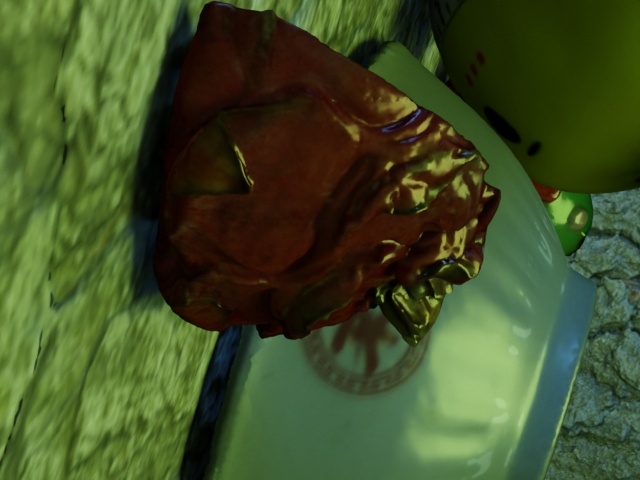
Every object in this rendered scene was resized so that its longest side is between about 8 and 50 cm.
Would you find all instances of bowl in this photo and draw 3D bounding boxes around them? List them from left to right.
[{"bbox_3d":[0.060,0.069,0.730,0.337,0.157,0.337,18,90,-82],"label":"bowl"}]

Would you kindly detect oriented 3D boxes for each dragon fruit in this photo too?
[{"bbox_3d":[0.000,0.000,0.433,0.162,0.106,0.083,94,18,-67],"label":"dragon fruit"}]

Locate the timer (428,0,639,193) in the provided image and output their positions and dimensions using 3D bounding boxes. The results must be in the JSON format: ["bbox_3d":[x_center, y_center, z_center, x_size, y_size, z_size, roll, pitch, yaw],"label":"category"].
[{"bbox_3d":[0.220,-0.110,0.808,0.285,0.285,0.285,19,90,-81],"label":"timer"}]

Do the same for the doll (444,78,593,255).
[{"bbox_3d":[0.162,-0.066,1.095,0.182,0.160,0.363,30,77,-82],"label":"doll"}]
